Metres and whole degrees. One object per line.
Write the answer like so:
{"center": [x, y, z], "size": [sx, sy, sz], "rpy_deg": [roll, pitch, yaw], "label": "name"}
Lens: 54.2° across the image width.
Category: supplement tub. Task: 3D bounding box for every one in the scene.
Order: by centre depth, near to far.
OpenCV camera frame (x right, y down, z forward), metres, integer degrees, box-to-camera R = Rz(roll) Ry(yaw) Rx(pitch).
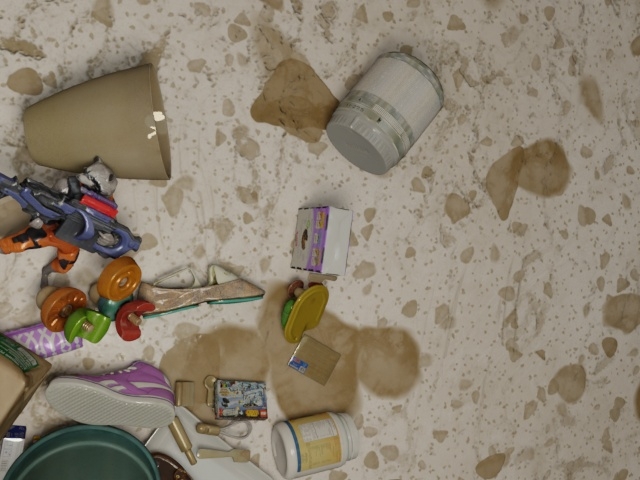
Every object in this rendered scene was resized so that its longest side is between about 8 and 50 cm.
{"center": [-0.014, 0.529, 1.630], "size": [0.200, 0.144, 0.144], "rpy_deg": [-5, 94, -23], "label": "supplement tub"}

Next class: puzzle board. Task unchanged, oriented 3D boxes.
{"center": [-0.017, 0.324, 1.695], "size": [0.128, 0.011, 0.096], "rpy_deg": [33, 80, -20], "label": "puzzle board"}

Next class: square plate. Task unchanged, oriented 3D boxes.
{"center": [-0.334, 0.637, 1.522], "size": [0.347, 0.049, 0.344], "rpy_deg": [44, 68, -13], "label": "square plate"}

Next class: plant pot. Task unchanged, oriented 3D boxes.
{"center": [-0.464, 0.568, 1.217], "size": [0.342, 0.334, 0.340], "rpy_deg": [1, 88, -21], "label": "plant pot"}
{"center": [-0.486, -0.245, 1.371], "size": [0.274, 0.256, 0.256], "rpy_deg": [-7, 95, -6], "label": "plant pot"}

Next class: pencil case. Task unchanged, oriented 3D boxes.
{"center": [-0.631, 0.222, 1.385], "size": [0.206, 0.086, 0.088], "rpy_deg": [-16, 128, -23], "label": "pencil case"}

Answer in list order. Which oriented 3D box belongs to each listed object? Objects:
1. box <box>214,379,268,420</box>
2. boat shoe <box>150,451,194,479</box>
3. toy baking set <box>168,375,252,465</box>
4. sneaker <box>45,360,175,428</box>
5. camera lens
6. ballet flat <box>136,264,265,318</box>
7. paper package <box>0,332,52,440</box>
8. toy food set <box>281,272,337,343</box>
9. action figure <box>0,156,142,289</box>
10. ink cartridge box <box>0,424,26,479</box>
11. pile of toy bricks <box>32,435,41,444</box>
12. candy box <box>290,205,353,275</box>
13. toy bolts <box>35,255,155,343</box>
{"center": [-0.201, 0.404, 1.578], "size": [0.137, 0.027, 0.093], "rpy_deg": [12, 57, -31], "label": "box"}
{"center": [-0.330, 0.576, 1.466], "size": [0.207, 0.073, 0.073], "rpy_deg": [46, 68, -11], "label": "boat shoe"}
{"center": [-0.269, 0.451, 1.537], "size": [0.197, 0.030, 0.256], "rpy_deg": [-20, 84, -36], "label": "toy baking set"}
{"center": [-0.475, 0.335, 1.428], "size": [0.282, 0.161, 0.102], "rpy_deg": [21, 113, -26], "label": "sneaker"}
{"center": [0.174, -0.337, 1.644], "size": [0.219, 0.219, 0.274], "rpy_deg": [43, 76, -19], "label": "camera lens"}
{"center": [-0.288, 0.115, 1.525], "size": [0.316, 0.108, 0.106], "rpy_deg": [-7, 87, -24], "label": "ballet flat"}
{"center": [-0.768, 0.293, 1.226], "size": [0.325, 0.168, 0.309], "rpy_deg": [35, 89, -5], "label": "paper package"}
{"center": [-0.047, 0.160, 1.627], "size": [0.128, 0.071, 0.217], "rpy_deg": [0, 119, -49], "label": "toy food set"}
{"center": [-0.564, -0.056, 1.289], "size": [0.330, 0.178, 0.341], "rpy_deg": [-39, 136, 7], "label": "action figure"}
{"center": [-0.686, 0.520, 1.366], "size": [0.046, 0.097, 0.206], "rpy_deg": [11, 87, -23], "label": "ink cartridge box"}
{"center": [-0.611, 0.553, 1.395], "size": [0.118, 0.105, 0.212], "rpy_deg": [10, 88, -23], "label": "pile of toy bricks"}
{"center": [0.000, 0.000, 1.591], "size": [0.070, 0.196, 0.164], "rpy_deg": [8, 88, -25], "label": "candy box"}
{"center": [-0.480, 0.112, 1.368], "size": [0.159, 0.228, 0.218], "rpy_deg": [31, 89, 23], "label": "toy bolts"}
